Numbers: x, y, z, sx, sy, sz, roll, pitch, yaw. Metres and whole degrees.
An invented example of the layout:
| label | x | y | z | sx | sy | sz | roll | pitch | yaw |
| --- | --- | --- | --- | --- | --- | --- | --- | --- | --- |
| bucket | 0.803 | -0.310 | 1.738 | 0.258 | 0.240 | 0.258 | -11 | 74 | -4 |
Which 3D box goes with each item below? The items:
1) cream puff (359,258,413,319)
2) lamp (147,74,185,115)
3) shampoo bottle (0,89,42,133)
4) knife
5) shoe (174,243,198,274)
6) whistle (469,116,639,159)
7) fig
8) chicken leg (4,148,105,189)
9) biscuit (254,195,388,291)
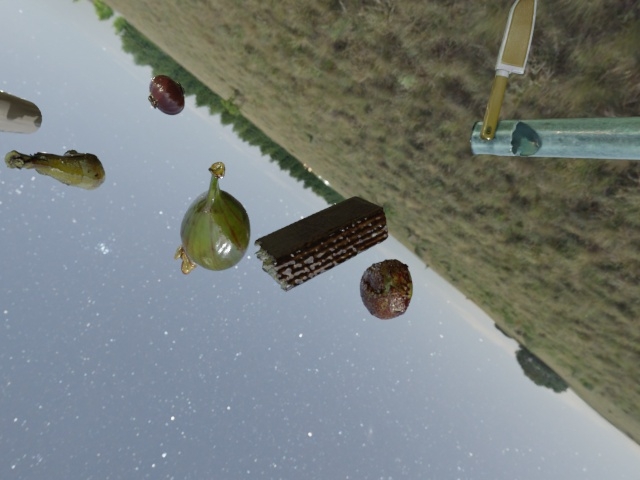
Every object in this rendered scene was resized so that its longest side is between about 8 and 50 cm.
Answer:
| label | x | y | z | sx | sy | sz | roll | pitch | yaw |
| --- | --- | --- | --- | --- | --- | --- | --- | --- | --- |
| cream puff | 0.144 | 0.108 | 0.926 | 0.084 | 0.149 | 0.149 | 9 | -158 | -28 |
| lamp | -0.386 | -0.364 | 1.018 | 0.101 | 0.090 | 0.101 | 47 | 162 | 20 |
| shampoo bottle | -0.593 | -0.225 | 0.658 | 0.127 | 0.078 | 0.257 | 14 | -170 | 7 |
| knife | 0.308 | -0.284 | 0.660 | 0.046 | 0.256 | 0.022 | 15 | -179 | 7 |
| shoe | -0.400 | 0.047 | 1.212 | 0.109 | 0.069 | 0.072 | 50 | -162 | 23 |
| whistle | 0.388 | -0.155 | 0.613 | 0.312 | 0.062 | 0.062 | 13 | 168 | 42 |
| fig | -0.218 | -0.056 | 0.792 | 0.151 | 0.151 | 0.259 | 43 | 154 | 30 |
| chicken leg | -0.464 | -0.131 | 0.715 | 0.093 | 0.070 | 0.178 | 22 | -171 | 13 |
| biscuit | 0.000 | 0.000 | 0.753 | 0.106 | 0.252 | 0.070 | 34 | 144 | 54 |
